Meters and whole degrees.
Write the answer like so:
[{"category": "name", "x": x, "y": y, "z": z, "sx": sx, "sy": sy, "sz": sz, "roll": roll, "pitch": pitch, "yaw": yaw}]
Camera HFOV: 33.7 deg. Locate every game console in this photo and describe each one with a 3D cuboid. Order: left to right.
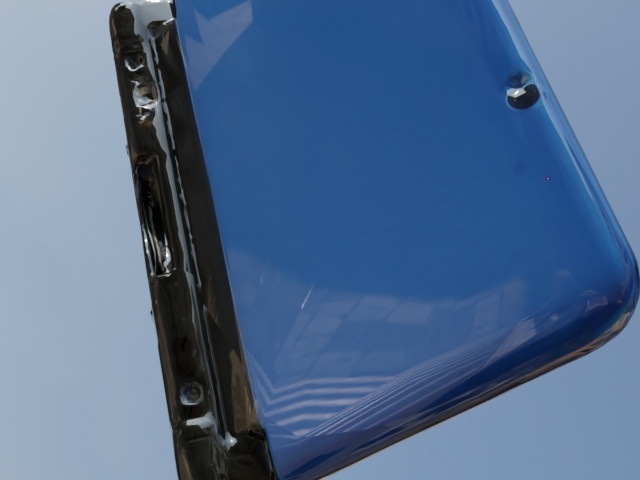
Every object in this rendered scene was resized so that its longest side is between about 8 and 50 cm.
[{"category": "game console", "x": 0.000, "y": 0.000, "z": 0.519, "sx": 0.250, "sy": 0.173, "sz": 0.293, "roll": 90, "pitch": -12, "yaw": -53}]
